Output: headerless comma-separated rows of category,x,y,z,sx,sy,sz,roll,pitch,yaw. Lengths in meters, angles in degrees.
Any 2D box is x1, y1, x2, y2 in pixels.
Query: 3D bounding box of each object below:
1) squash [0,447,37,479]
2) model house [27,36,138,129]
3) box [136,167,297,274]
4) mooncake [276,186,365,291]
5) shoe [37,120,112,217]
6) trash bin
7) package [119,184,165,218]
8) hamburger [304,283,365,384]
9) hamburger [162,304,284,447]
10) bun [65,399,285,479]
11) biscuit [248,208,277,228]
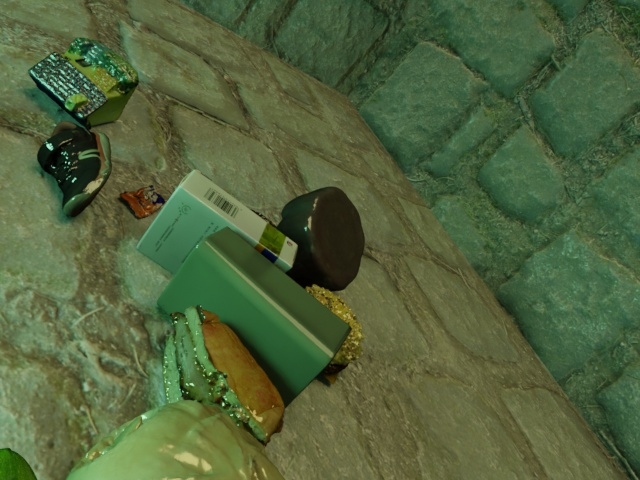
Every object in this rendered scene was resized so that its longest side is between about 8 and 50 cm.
squash,-0.319,0.420,0.597,0.107,0.107,0.395,5,46,-53
model house,-0.613,-0.405,1.416,0.194,0.170,0.211,42,25,-6
box,-0.231,0.014,1.263,0.299,0.200,0.106,37,26,-12
mooncake,0.000,0.000,1.568,0.306,0.154,0.306,21,63,-50
shoe,-0.539,-0.173,1.211,0.137,0.114,0.291,30,25,-37
trash bin,-0.140,0.162,1.149,0.343,0.223,0.158,42,25,6
package,-0.431,-0.098,1.354,0.110,0.033,0.077,-41,107,-52
hamburger,-0.003,0.206,1.365,0.261,0.139,0.243,36,26,-16
hamburger,-0.173,0.267,1.001,0.245,0.155,0.282,34,21,-27
bun,-0.151,0.367,0.728,0.364,0.202,0.364,52,12,-15
biscuit,-0.175,-0.013,1.565,0.194,0.053,0.195,33,27,-20
